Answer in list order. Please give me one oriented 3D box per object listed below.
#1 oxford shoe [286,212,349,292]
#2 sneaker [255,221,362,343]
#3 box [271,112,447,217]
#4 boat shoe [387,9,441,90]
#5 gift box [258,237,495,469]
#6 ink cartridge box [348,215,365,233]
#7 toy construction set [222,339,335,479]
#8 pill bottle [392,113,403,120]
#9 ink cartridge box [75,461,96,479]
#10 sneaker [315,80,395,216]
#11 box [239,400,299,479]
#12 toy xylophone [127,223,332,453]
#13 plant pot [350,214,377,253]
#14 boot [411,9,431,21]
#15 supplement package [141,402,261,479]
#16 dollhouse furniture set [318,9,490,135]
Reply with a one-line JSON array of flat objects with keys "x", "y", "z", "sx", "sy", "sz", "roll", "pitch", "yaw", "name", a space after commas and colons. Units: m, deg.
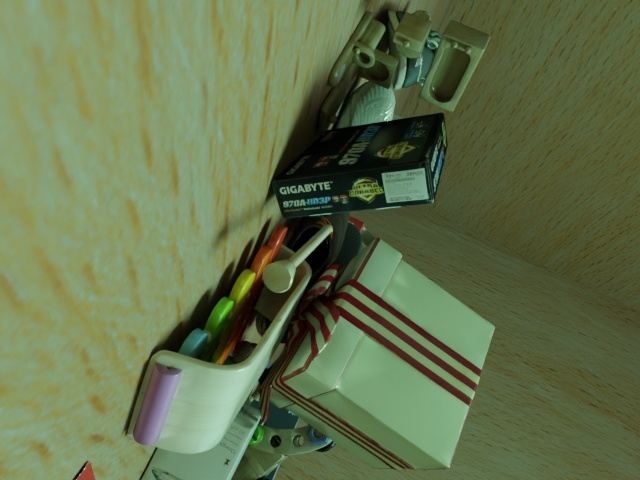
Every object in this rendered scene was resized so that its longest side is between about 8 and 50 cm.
[{"x": 0.000, "y": 0.000, "z": 0.797, "sx": 0.098, "sy": 0.096, "sz": 0.271, "roll": -44, "pitch": -168, "yaw": 47, "name": "oxford shoe"}, {"x": -0.031, "y": 0.081, "z": 0.920, "sx": 0.270, "sy": 0.090, "sz": 0.145, "roll": -56, "pitch": -171, "yaw": -23, "name": "sneaker"}, {"x": 0.062, "y": -0.100, "z": 0.593, "sx": 0.220, "sy": 0.175, "sz": 0.051, "roll": -56, "pitch": 138, "yaw": -57, "name": "box"}, {"x": 0.163, "y": -0.313, "z": 0.772, "sx": 0.319, "sy": 0.098, "sz": 0.116, "roll": -63, "pitch": 149, "yaw": -67, "name": "boat shoe"}, {"x": 0.061, "y": 0.179, "z": 0.688, "sx": 0.276, "sy": 0.258, "sz": 0.255, "roll": -56, "pitch": -177, "yaw": -37, "name": "gift box"}, {"x": -0.009, "y": 0.076, "z": 1.148, "sx": 0.273, "sy": 0.114, "sz": 0.197, "roll": -60, "pitch": 175, "yaw": -49, "name": "ink cartridge box"}, {"x": -0.134, "y": 0.347, "z": 0.892, "sx": 0.237, "sy": 0.257, "sz": 0.309, "roll": -45, "pitch": -179, "yaw": -9, "name": "toy construction set"}, {"x": 0.146, "y": -0.222, "z": 1.226, "sx": 0.209, "sy": 0.117, "sz": 0.118, "roll": -67, "pitch": 174, "yaw": 35, "name": "pill bottle"}, {"x": -0.228, "y": 0.313, "z": 0.361, "sx": 0.225, "sy": 0.056, "sz": 0.181, "roll": -57, "pitch": 173, "yaw": -44, "name": "ink cartridge box"}, {"x": 0.048, "y": -0.143, "z": 0.763, "sx": 0.237, "sy": 0.085, "sz": 0.086, "roll": -61, "pitch": -179, "yaw": 6, "name": "sneaker"}, {"x": -0.198, "y": 0.530, "z": 1.125, "sx": 0.294, "sy": 0.182, "sz": 0.296, "roll": 113, "pitch": 4, "yaw": -52, "name": "box"}, {"x": -0.081, "y": 0.084, "z": 0.550, "sx": 0.236, "sy": 0.081, "sz": 0.323, "roll": -65, "pitch": 176, "yaw": 16, "name": "toy xylophone"}, {"x": 0.087, "y": 0.068, "z": 1.643, "sx": 0.229, "sy": 0.263, "sz": 0.263, "roll": -46, "pitch": 180, "yaw": 14, "name": "plant pot"}, {"x": 0.178, "y": -0.408, "z": 0.954, "sx": 0.085, "sy": 0.059, "sz": 0.158, "roll": -65, "pitch": -175, "yaw": -30, "name": "boot"}, {"x": -0.171, "y": 0.308, "z": 0.656, "sx": 0.179, "sy": 0.105, "sz": 0.105, "roll": -64, "pitch": 176, "yaw": -6, "name": "supplement package"}, {"x": 0.094, "y": -0.187, "z": 0.582, "sx": 0.123, "sy": 0.151, "sz": 0.144, "roll": -62, "pitch": 173, "yaw": -19, "name": "dollhouse furniture set"}]
